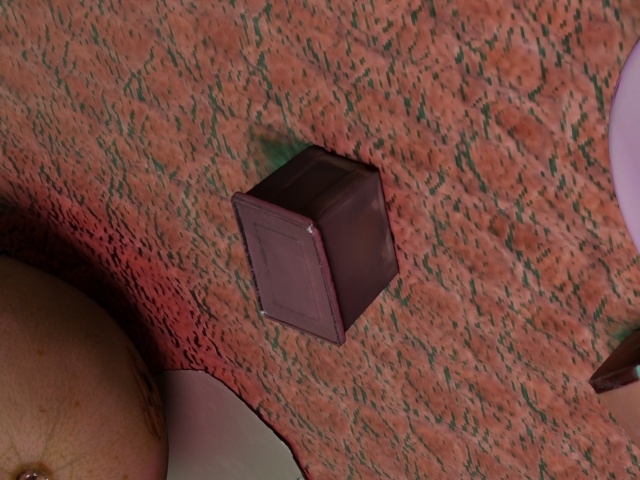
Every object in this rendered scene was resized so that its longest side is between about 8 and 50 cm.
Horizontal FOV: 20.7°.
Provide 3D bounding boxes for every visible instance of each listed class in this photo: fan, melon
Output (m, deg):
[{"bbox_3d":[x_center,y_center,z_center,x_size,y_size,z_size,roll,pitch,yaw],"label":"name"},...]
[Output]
[{"bbox_3d":[-0.024,0.214,1.204,0.310,0.010,0.182,55,147,-7],"label":"fan"},{"bbox_3d":[-0.242,0.133,1.140,0.268,0.268,0.330,58,159,-16],"label":"melon"}]

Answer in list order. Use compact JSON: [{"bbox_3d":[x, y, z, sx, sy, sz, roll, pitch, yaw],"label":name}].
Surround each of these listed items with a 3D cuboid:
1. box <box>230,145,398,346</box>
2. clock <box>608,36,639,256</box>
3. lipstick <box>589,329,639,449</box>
[{"bbox_3d":[0.000,0.000,0.911,0.060,0.063,0.084,21,140,37],"label":"box"},{"bbox_3d":[0.253,0.023,0.616,0.339,0.102,0.338,30,143,26],"label":"clock"},{"bbox_3d":[0.191,0.107,0.822,0.145,0.045,0.045,51,145,-5],"label":"lipstick"}]
